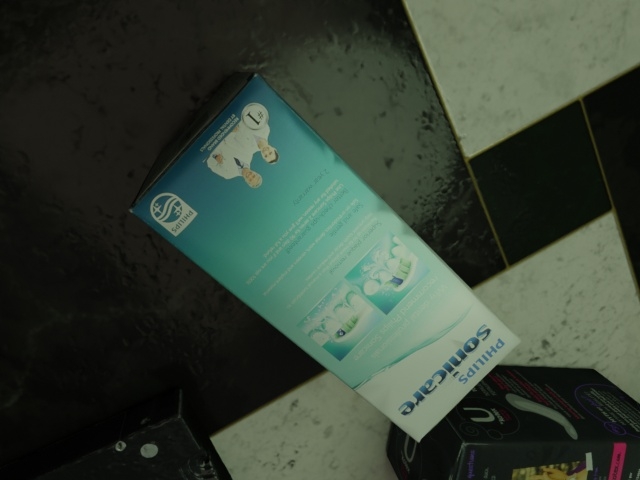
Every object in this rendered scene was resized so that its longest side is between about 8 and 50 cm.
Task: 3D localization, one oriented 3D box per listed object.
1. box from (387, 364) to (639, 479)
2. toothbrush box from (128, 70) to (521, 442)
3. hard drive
[{"bbox_3d":[0.237,0.245,0.635,0.271,0.165,0.143,6,105,-13],"label":"box"},{"bbox_3d":[0.000,0.000,0.485,0.295,0.216,0.126,41,95,-21],"label":"toothbrush box"},{"bbox_3d":[-0.262,0.336,0.609,0.339,0.064,0.236,-25,110,-5],"label":"hard drive"}]
